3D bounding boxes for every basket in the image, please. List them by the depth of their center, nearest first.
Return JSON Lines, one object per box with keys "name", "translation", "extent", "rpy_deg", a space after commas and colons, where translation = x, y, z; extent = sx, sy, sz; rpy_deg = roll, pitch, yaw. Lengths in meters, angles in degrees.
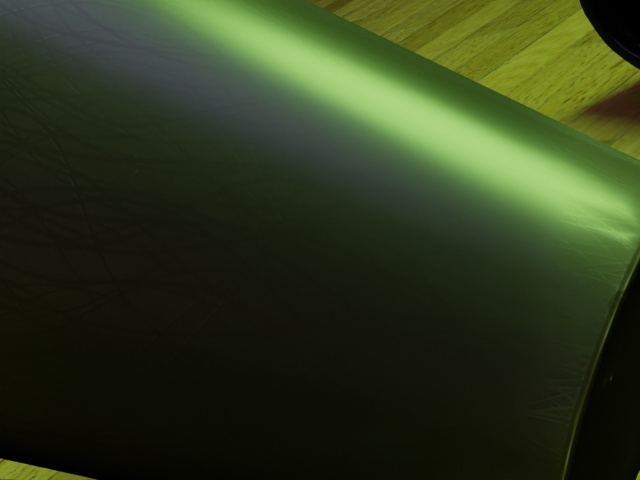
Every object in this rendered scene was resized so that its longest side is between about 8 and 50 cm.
{"name": "basket", "translation": [-0.002, 0.010, 0.537], "extent": [0.227, 0.204, 0.154], "rpy_deg": [17, 8, 22]}

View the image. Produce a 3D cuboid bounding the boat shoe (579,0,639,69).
{"name": "boat shoe", "translation": [0.255, -0.147, 0.827], "extent": [0.156, 0.186, 0.500], "rpy_deg": [-29, 10, -4]}
